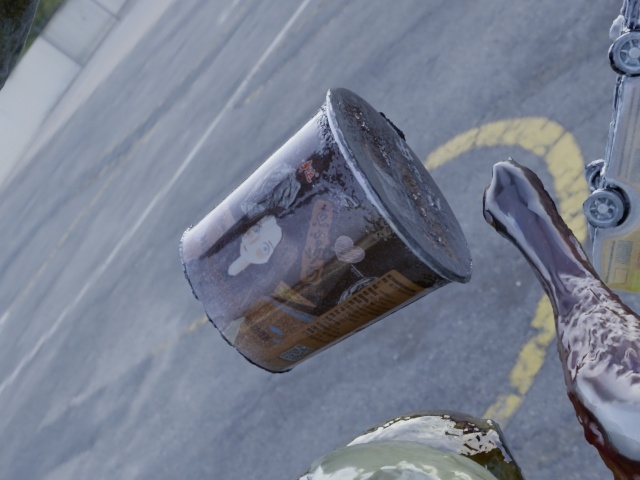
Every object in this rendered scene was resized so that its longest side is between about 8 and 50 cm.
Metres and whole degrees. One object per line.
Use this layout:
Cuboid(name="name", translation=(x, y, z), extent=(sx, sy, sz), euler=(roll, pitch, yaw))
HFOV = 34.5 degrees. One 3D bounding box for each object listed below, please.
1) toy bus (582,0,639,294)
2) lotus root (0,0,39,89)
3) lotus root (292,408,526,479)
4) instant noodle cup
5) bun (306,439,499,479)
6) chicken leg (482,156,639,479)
Cuboid(name="toy bus", translation=(0.336, -0.108, 1.005), extent=(0.097, 0.138, 0.342), euler=(-57, -25, -60))
Cuboid(name="lotus root", translation=(-0.310, -0.223, 0.834), extent=(0.175, 0.175, 0.349), euler=(-99, 32, -66))
Cuboid(name="lotus root", translation=(0.078, 0.337, 1.138), extent=(0.346, 0.250, 0.250), euler=(-36, 20, 6))
Cuboid(name="instant noodle cup", translation=(0.000, 0.000, 0.965), extent=(0.207, 0.217, 0.217), euler=(-36, 23, 19))
Cuboid(name="bun", translation=(0.096, 0.323, 0.752), extent=(0.364, 0.202, 0.364), euler=(174, 90, -87))
Cuboid(name="chicken leg", translation=(0.182, 0.063, 0.519), extent=(0.407, 0.096, 0.158), euler=(-139, 58, -62))
